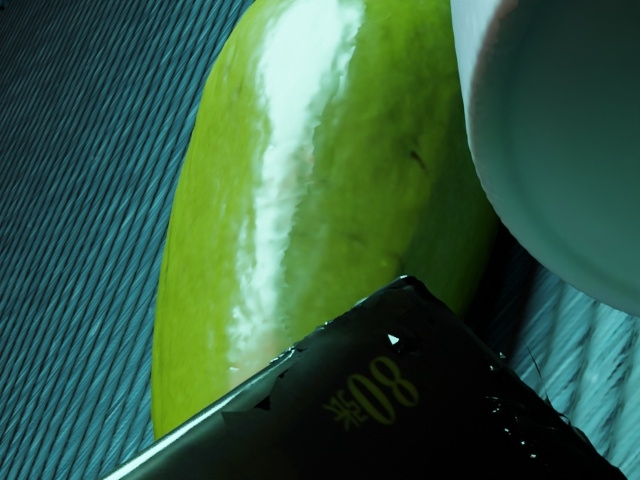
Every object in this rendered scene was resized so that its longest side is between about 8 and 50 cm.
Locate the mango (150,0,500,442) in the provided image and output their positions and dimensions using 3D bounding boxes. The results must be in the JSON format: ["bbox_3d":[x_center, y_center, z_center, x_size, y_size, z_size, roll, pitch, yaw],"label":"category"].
[{"bbox_3d":[-0.003,0.001,0.920,0.195,0.142,0.331,-41,27,55],"label":"mango"}]

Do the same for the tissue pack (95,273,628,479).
[{"bbox_3d":[-0.046,0.183,0.408,0.370,0.210,0.198,-33,-16,-51],"label":"tissue pack"}]

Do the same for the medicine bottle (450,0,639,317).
[{"bbox_3d":[0.136,-0.144,0.609,0.241,0.241,0.302,-45,32,38],"label":"medicine bottle"}]
